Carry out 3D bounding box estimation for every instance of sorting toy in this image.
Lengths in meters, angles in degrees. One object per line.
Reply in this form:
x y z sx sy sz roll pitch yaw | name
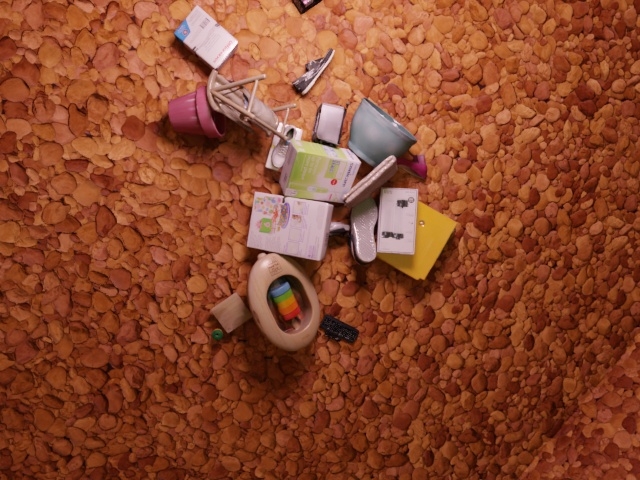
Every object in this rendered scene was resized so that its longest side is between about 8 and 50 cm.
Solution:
-0.382 0.310 1.814 0.274 0.046 0.132 -34 102 -6 | sorting toy

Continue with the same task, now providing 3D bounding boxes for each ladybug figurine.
-0.173 0.258 1.771 0.305 0.162 0.449 -26 101 -31 | ladybug figurine

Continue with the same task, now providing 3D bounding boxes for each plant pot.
-0.493 -0.504 1.635 0.180 0.201 0.201 -5 98 5 | plant pot
0.239 -0.438 1.755 0.293 0.293 0.196 33 113 -13 | plant pot

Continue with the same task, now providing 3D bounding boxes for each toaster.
0.036 -0.491 1.745 0.110 0.168 0.185 11 95 -12 | toaster

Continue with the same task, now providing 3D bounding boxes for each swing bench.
-0.271 -0.515 1.586 0.255 0.253 0.165 16 90 26 | swing bench

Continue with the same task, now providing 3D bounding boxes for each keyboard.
0.087 0.430 1.928 0.192 0.038 0.100 28 90 -12 | keyboard

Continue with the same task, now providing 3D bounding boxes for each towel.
0.213 -0.237 1.731 0.282 0.187 0.049 -41 80 8 | towel

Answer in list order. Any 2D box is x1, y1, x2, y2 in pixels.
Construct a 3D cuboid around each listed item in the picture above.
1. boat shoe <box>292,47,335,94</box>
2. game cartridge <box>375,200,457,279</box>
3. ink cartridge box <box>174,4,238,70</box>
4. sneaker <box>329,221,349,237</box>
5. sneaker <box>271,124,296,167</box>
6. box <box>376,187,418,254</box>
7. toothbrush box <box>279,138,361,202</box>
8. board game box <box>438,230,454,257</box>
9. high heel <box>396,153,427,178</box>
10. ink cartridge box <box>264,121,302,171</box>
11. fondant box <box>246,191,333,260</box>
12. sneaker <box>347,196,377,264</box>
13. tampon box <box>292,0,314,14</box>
-0.025 -0.733 1.748 0.079 0.084 0.233 40 91 -13 | boat shoe
0.425 -0.011 1.898 0.285 0.053 0.323 30 93 2 | game cartridge
-0.455 -0.802 1.652 0.203 0.086 0.148 39 88 -14 | ink cartridge box
0.000 0.000 1.832 0.269 0.101 0.153 -6 98 -5 | sneaker
-0.150 -0.391 1.694 0.071 0.083 0.190 20 94 -14 | sneaker
0.337 -0.085 1.831 0.169 0.087 0.289 2 90 2 | box
-0.007 -0.285 1.717 0.283 0.122 0.206 5 126 -25 | toothbrush box
0.514 -0.037 1.960 0.211 0.039 0.160 30 91 -12 | board game box
0.375 -0.327 1.884 0.244 0.082 0.117 -10 100 -18 | high heel
-0.158 -0.394 1.769 0.115 0.067 0.198 16 94 -13 | ink cartridge box
-0.129 -0.061 1.730 0.330 0.096 0.238 11 95 14 | fondant box
0.185 -0.042 1.860 0.126 0.127 0.321 7 70 -8 | sneaker
-0.073 -1.052 1.692 0.120 0.101 0.161 -38 102 -6 | tampon box
